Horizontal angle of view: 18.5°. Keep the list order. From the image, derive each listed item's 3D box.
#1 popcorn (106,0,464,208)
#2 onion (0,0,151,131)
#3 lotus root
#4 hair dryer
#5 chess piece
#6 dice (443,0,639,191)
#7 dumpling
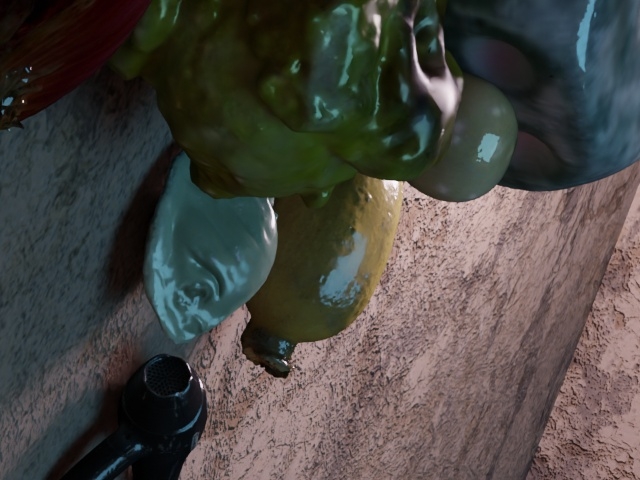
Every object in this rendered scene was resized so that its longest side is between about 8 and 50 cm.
[{"bbox_3d":[-0.034,-0.177,1.665,0.312,0.312,0.312,-51,154,-36],"label":"popcorn"},{"bbox_3d":[-0.268,-0.182,1.167,0.348,0.285,0.347,-24,166,-7],"label":"onion"},{"bbox_3d":[0.003,0.001,2.127,0.303,0.146,0.131,-66,-167,-11],"label":"lotus root"},{"bbox_3d":[-0.226,0.245,1.970,0.272,0.091,0.235,-38,157,-30],"label":"hair dryer"},{"bbox_3d":[0.042,-0.128,1.865,0.167,0.300,0.167,-49,153,-35],"label":"chess piece"},{"bbox_3d":[0.197,-0.274,1.996,0.330,0.348,0.328,-58,149,-24],"label":"dice"},{"bbox_3d":[-0.120,-0.003,1.910,0.108,0.153,0.219,-27,-151,48],"label":"dumpling"}]
